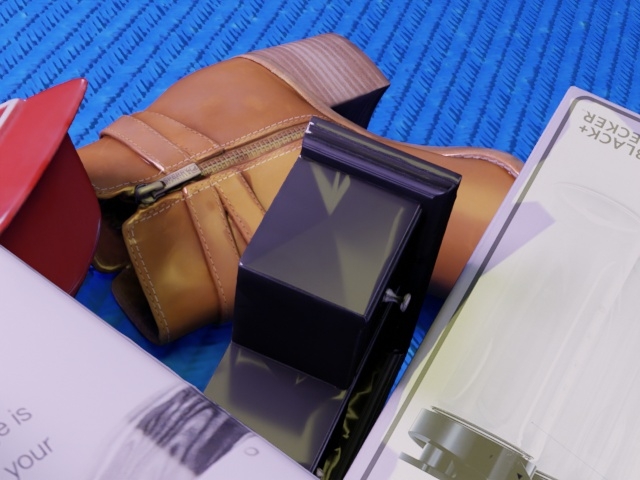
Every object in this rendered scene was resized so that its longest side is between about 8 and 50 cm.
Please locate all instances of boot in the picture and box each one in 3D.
[{"bbox_3d":[0.000,0.000,0.751,0.220,0.109,0.283,-29,66,-33],"label":"boot"}]

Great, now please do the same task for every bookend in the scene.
[{"bbox_3d":[-0.008,0.058,0.595,0.072,0.157,0.156,22,56,9],"label":"bookend"}]

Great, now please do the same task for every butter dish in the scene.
[{"bbox_3d":[-0.171,0.016,0.665,0.160,0.118,0.160,-23,27,22],"label":"butter dish"}]

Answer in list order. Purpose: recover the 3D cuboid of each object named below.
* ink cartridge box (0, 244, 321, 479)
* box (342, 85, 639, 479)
[{"bbox_3d":[-0.112,0.187,0.417,0.395,0.166,0.285,34,43,21],"label":"ink cartridge box"},{"bbox_3d":[0.125,0.084,0.616,0.169,0.087,0.290,25,61,12],"label":"box"}]
